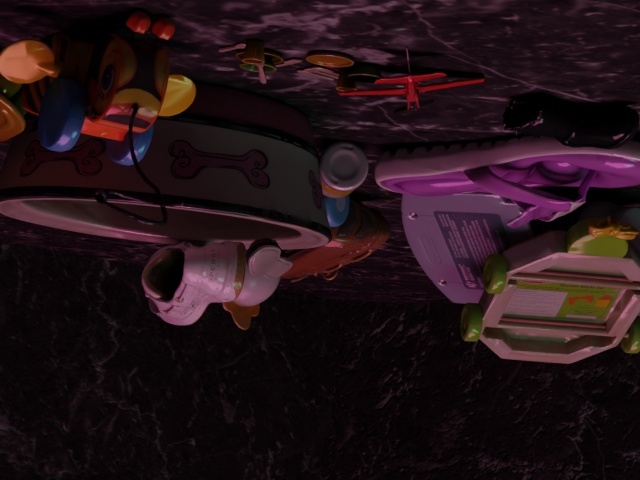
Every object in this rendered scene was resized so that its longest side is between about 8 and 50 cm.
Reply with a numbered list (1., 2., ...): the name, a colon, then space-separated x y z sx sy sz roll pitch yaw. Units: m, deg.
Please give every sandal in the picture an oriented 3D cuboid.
1. sandal: 0.246 -0.063 1.902 0.169 0.102 0.416 12 171 -44

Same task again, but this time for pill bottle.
1. pill bottle: 0.392 -0.003 2.262 0.112 0.112 0.186 10 172 -37
2. pill bottle: 0.023 -0.090 2.021 0.065 0.065 0.116 6 174 -8

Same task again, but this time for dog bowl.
1. dog bowl: -0.183 -0.089 1.848 0.408 0.150 0.408 5 173 1

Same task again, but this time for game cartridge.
1. game cartridge: 0.224 -0.002 2.205 0.196 0.060 0.294 0 145 21

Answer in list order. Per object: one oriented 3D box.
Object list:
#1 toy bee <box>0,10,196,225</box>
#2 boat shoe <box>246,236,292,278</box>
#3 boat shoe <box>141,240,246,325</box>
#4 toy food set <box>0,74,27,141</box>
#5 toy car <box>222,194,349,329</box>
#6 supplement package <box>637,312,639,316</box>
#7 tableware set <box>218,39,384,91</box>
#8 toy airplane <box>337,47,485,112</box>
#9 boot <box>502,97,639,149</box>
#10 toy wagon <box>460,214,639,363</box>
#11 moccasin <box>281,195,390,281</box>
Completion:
1. toy bee: -0.188 -0.148 1.473 0.298 0.162 0.195 31 -163 33
2. boat shoe: -0.067 0.016 1.837 0.046 0.038 0.125 -40 164 8
3. boat shoe: -0.184 0.046 1.975 0.096 0.098 0.277 8 164 -22
4. toy food set: -0.382 -0.172 1.697 0.128 0.071 0.218 35 160 -22
5. toy car: -0.100 0.015 2.284 0.219 0.238 0.210 2 173 29
6. supplement package: 0.465 0.060 2.455 0.293 0.178 0.175 1 172 41
7. tableware set: -0.017 -0.171 1.533 0.154 0.024 0.104 11 171 -37
8. toy airplane: 0.092 -0.152 1.521 0.151 0.028 0.151 -4 166 -1
9. boot: 0.259 -0.126 1.614 0.099 0.045 0.121 14 171 -33
10. toy wagon: 0.355 0.063 2.158 0.267 0.068 0.344 5 141 -11
11. moccasin: 0.001 -0.003 2.572 0.147 0.139 0.380 17 160 -21
